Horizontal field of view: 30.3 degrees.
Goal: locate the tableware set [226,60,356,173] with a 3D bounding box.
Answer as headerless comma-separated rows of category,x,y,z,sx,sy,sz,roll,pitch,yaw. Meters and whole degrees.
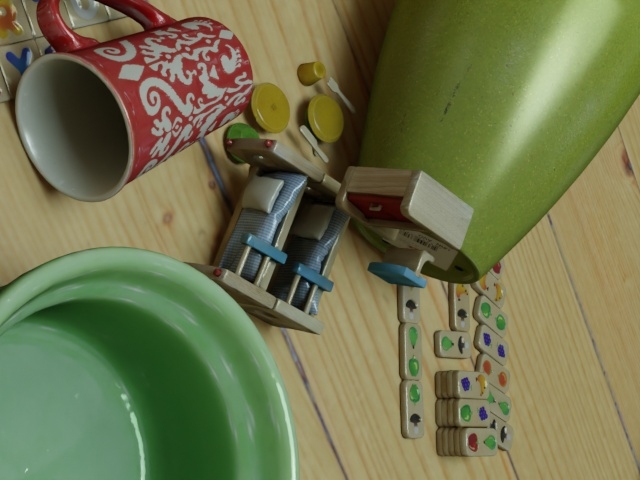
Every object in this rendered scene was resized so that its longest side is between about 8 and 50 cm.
tableware set,-0.030,-0.109,1.102,0.104,0.024,0.154,50,50,-26

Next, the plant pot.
plant pot,0.153,-0.117,1.159,0.275,0.274,0.294,41,69,-36

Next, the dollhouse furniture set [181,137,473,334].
dollhouse furniture set,0.000,0.000,0.970,0.129,0.183,0.129,31,73,-41

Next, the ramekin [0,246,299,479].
ramekin,-0.168,0.163,0.791,0.303,0.148,0.303,13,73,-47

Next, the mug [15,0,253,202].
mug,-0.135,-0.127,0.909,0.169,0.113,0.150,-34,132,-50

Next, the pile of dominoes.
pile of dominoes,0.158,0.103,1.258,0.196,0.040,0.251,10,75,-47

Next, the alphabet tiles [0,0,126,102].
alphabet tiles,-0.238,-0.209,0.894,0.237,0.009,0.198,-27,103,-47
